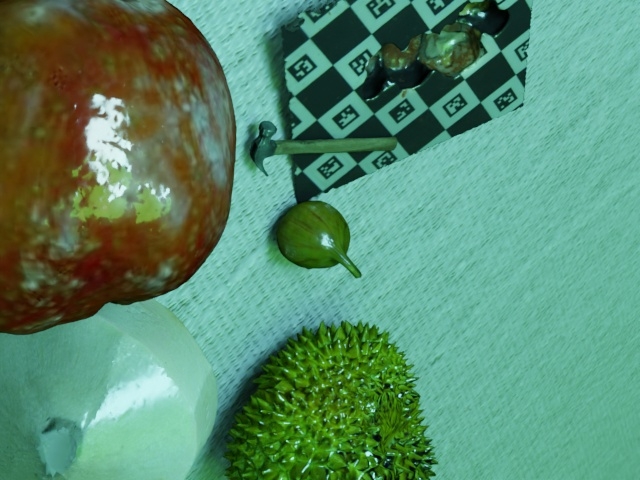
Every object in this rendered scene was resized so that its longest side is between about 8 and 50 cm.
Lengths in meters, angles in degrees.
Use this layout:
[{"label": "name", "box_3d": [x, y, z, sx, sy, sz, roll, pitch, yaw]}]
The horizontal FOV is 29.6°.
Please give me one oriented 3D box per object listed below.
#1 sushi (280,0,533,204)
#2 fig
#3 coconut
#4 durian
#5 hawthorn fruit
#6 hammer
[{"label": "sushi", "box_3d": [0.085, -0.191, 1.276, 0.290, 0.050, 0.264, -23, 143, -13]}, {"label": "fig", "box_3d": [0.000, 0.000, 1.310, 0.082, 0.098, 0.084, -39, 126, -14]}, {"label": "coconut", "box_3d": [-0.212, 0.151, 1.090, 0.241, 0.241, 0.241, -26, 134, -31]}, {"label": "durian", "box_3d": [0.016, 0.243, 1.401, 0.291, 0.224, 0.291, -21, 125, -33]}, {"label": "hawthorn fruit", "box_3d": [-0.196, -0.068, 0.943, 0.284, 0.284, 0.284, -26, 134, -31]}, {"label": "hammer", "box_3d": [0.005, -0.097, 1.271, 0.182, 0.017, 0.062, -4, 136, -35]}]
